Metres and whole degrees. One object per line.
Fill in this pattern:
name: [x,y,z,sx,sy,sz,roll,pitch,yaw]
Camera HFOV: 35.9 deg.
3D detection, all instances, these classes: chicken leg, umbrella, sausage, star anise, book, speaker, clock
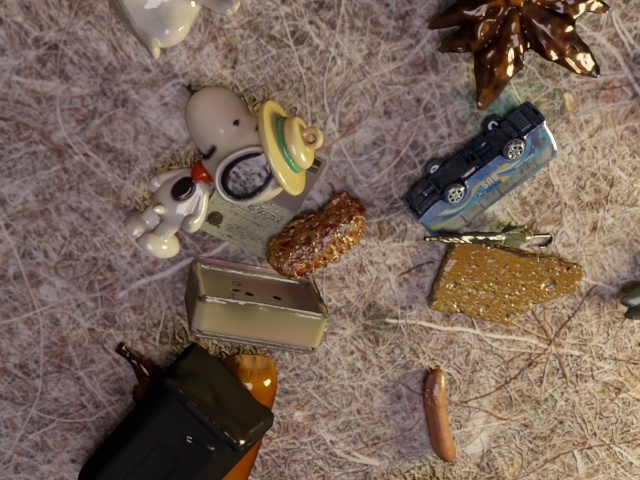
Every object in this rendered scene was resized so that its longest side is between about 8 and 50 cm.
chicken leg: [-0.275,0.219,1.544,0.062,0.037,0.145,-7,119,7]
umbrella: [0.261,-0.011,1.495,0.269,0.044,0.044,3,124,-36]
sausage: [-0.142,0.302,1.570,0.105,0.105,0.274,11,113,-16]
star anise: [0.260,-0.340,1.330,0.292,0.109,0.350,-4,116,-15]
book: [-0.089,-0.068,1.447,0.127,0.014,0.182,27,108,-21]
speaker: [-0.235,0.323,1.452,0.180,0.184,0.388,42,117,3]
clock: [-0.097,0.093,1.450,0.192,0.147,0.071,10,109,-16]
sausage: [0.201,0.299,1.668,0.043,0.043,0.186,-14,117,-4]

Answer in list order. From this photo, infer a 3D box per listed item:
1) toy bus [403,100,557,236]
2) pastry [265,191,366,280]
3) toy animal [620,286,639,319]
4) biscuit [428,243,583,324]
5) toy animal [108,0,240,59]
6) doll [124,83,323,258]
toy bus: [0.238,-0.101,1.464,0.236,0.079,0.094,-37,133,8]
pastry: [0.001,0.002,1.465,0.169,0.063,0.087,-34,127,3]
toy animal: [0.616,0.074,1.619,0.236,0.138,0.108,-15,161,22]
biscuit: [0.297,0.072,1.584,0.236,0.026,0.131,11,115,-17]
toy animal: [-0.141,-0.355,1.227,0.282,0.138,0.140,-31,113,3]
doll: [-0.134,-0.077,1.364,0.208,0.144,0.271,31,105,14]
